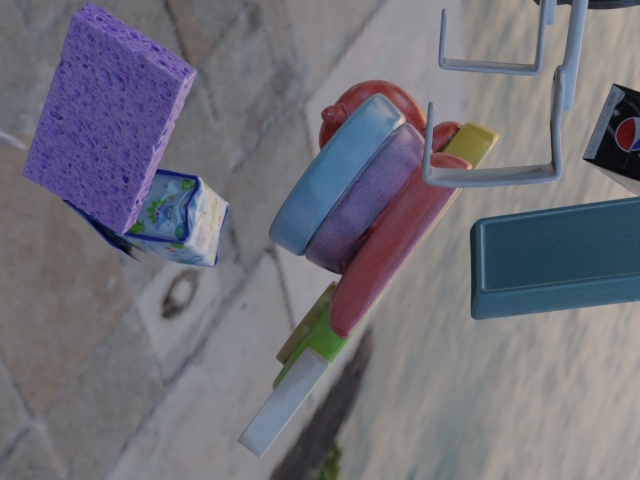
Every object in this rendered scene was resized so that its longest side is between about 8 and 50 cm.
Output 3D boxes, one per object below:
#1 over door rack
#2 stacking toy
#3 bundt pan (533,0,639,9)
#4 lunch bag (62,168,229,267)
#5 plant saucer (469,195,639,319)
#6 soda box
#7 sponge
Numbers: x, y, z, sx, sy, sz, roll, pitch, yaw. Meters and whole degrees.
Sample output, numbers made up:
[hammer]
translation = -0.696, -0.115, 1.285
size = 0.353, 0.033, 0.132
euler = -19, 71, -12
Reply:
[over door rack]
translation = 0.139, -0.192, 0.606
size = 0.239, 0.108, 0.324
euler = -69, 176, -71
[stacking toy]
translation = 0.000, 0.000, 1.095
size = 0.279, 0.130, 0.309
euler = -54, 176, 12
[bundt pan]
translation = 0.307, -0.344, 1.346
size = 0.331, 0.330, 0.124
euler = -46, 132, -41
[lunch bag]
translation = -0.190, -0.026, 1.512
size = 0.129, 0.151, 0.096
euler = 53, 49, -73
[plant saucer]
translation = 0.175, 0.002, 0.772
size = 0.018, 0.192, 0.067
euler = 64, 24, -48
[soda box]
translation = 0.237, -0.062, 1.001
size = 0.169, 0.053, 0.060
euler = 15, 98, -67
[sponge]
translation = -0.197, -0.106, 1.290
size = 0.031, 0.117, 0.210
euler = -53, 174, -47
